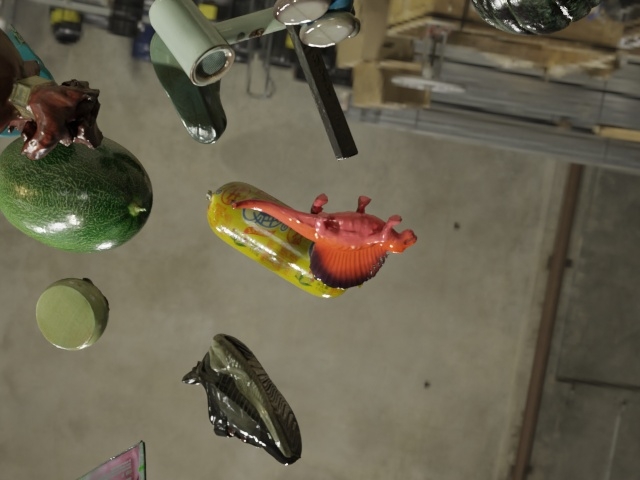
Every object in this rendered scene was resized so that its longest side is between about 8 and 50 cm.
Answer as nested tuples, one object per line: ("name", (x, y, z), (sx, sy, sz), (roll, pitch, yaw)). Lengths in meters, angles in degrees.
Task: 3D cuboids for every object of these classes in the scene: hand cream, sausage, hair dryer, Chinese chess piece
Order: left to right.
("Chinese chess piece", (-0.283, 0.084, 1.070), (0.084, 0.084, 0.034), (10, -166, 15))
("hand cream", (-0.369, 0.402, 1.480), (0.275, 0.079, 0.050), (-31, 164, 27))
("hair dryer", (-0.117, -0.319, 1.362), (0.236, 0.073, 0.131), (-25, -115, -27))
("sausage", (-0.071, -0.001, 1.769), (0.347, 0.123, 0.123), (30, -174, 4))

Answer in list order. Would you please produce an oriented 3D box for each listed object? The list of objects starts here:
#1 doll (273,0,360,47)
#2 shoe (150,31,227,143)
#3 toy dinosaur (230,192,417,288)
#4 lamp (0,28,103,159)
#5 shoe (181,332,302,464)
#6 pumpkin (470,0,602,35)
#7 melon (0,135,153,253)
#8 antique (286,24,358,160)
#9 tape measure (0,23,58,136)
("doll", (-0.003, -0.218, 0.677), (0.085, 0.152, 0.114), (-13, 152, 29))
("shoe", (-0.194, -0.247, 1.452), (0.079, 0.195, 0.078), (-7, -154, 29))
("toy dinosaur", (0.002, 0.006, 1.377), (0.286, 0.139, 0.070), (3, -148, -12))
("lamp", (-0.338, -0.155, 0.881), (0.223, 0.151, 0.215), (-11, -156, -29))
("shoe", (-0.120, 0.253, 1.423), (0.228, 0.112, 0.099), (57, -170, 15))
("pumpkin", (0.303, -0.385, 1.287), (0.162, 0.221, 0.220), (37, 168, -33))
("melon", (-0.359, -0.072, 1.383), (0.287, 0.182, 0.182), (19, -171, 31))
("antique", (0.000, -0.188, 1.124), (0.015, 0.192, 0.031), (-15, -171, 43))
("tape measure", (-0.439, -0.212, 1.309), (0.081, 0.125, 0.146), (46, 171, 41))
